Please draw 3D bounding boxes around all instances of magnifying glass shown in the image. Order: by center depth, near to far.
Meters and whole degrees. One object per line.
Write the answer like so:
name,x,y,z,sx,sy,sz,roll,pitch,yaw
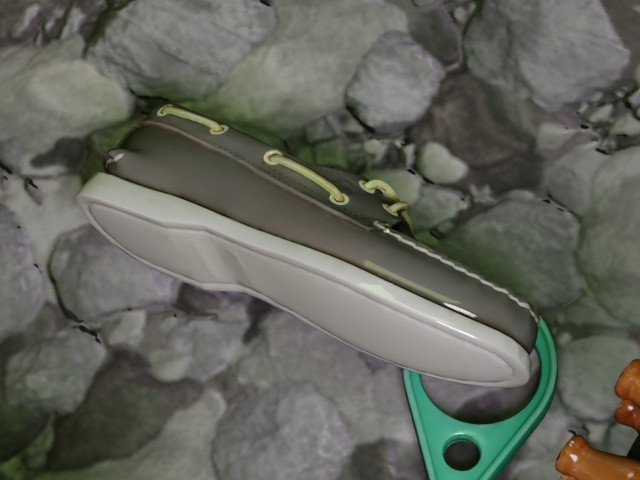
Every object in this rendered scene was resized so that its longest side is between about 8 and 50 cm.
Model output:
magnifying glass,0.080,0.134,1.070,0.092,0.026,0.231,11,66,9

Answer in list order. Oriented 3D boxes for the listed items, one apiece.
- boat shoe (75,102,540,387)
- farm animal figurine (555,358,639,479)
boat shoe,-0.001,-0.002,1.086,0.305,0.109,0.091,21,66,25
farm animal figurine,0.205,0.196,0.929,0.172,0.330,0.327,34,43,22
